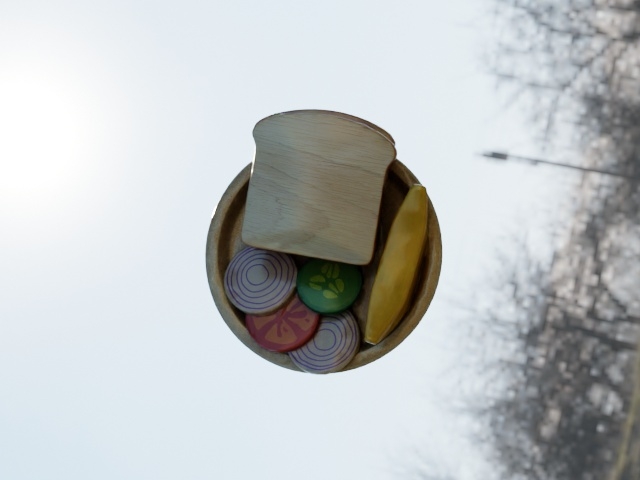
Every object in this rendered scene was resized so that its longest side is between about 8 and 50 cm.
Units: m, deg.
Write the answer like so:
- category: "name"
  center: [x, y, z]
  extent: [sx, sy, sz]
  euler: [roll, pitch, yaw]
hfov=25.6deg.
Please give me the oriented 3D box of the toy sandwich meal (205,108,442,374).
- category: "toy sandwich meal"
  center: [0.000, 0.000, 0.442]
  extent: [0.029, 0.085, 0.086]
  euler: [37, -114, -77]
